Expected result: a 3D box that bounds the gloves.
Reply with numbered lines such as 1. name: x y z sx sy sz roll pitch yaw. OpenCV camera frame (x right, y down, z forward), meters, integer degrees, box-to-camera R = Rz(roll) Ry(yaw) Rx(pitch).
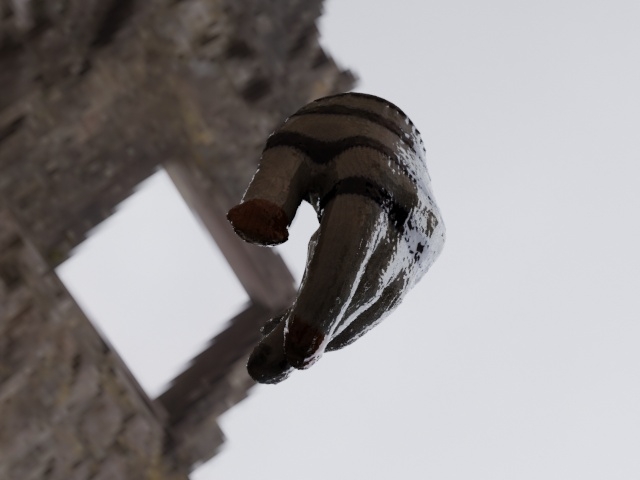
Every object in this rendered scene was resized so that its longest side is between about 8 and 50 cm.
1. gloves: 0.015 0.001 1.319 0.131 0.140 0.219 -6 -141 8
